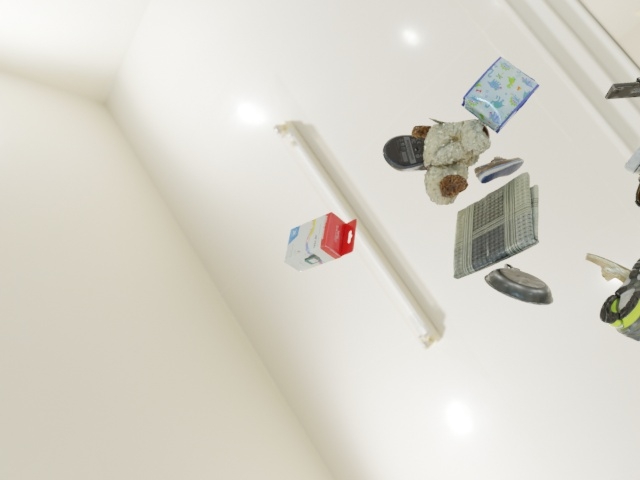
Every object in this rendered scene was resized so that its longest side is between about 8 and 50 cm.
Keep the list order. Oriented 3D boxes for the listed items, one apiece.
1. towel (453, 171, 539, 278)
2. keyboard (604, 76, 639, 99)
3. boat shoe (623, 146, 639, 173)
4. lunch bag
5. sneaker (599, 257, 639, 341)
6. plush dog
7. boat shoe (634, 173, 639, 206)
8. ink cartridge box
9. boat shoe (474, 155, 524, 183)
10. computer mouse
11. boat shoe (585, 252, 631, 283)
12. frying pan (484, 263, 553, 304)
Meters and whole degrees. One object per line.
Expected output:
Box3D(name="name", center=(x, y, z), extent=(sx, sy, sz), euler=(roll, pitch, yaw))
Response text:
Box3D(name="towel", center=(0.573, -0.044, 1.614), extent=(0.056, 0.312, 0.324), euler=(34, -132, -20))
Box3D(name="keyboard", center=(1.022, -0.492, 1.565), extent=(0.108, 0.180, 0.023), euler=(57, -148, -73))
Box3D(name="boat shoe", center=(0.947, -0.231, 1.352), extent=(0.302, 0.109, 0.094), euler=(-19, -125, -33))
Box3D(name="lunch bag", center=(0.457, -0.374, 1.251), extent=(0.129, 0.151, 0.096), euler=(41, -172, 9))
Box3D(name="sneaker", center=(0.881, 0.138, 1.304), extent=(0.121, 0.300, 0.111), euler=(43, -179, -16))
Box3D(name="plush dog", center=(0.357, -0.212, 1.402), extent=(0.262, 0.210, 0.226), euler=(22, -106, -82))
Box3D(name="boat shoe", center=(0.801, -0.153, 1.160), extent=(0.233, 0.079, 0.084), euler=(53, -153, -53))
Box3D(name="ink cartridge box", center=(0.000, 0.000, 1.547), extent=(0.078, 0.231, 0.134), euler=(36, -132, -34))
Box3D(name="boat shoe", center=(0.613, -0.257, 1.687), extent=(0.183, 0.066, 0.066), euler=(-19, -120, -16))
Box3D(name="computer mouse", center=(0.326, -0.271, 1.571), extent=(0.272, 0.072, 0.189), euler=(-4, -107, -8))
Box3D(name="boat shoe", center=(0.834, 0.093, 1.400), extent=(0.170, 0.059, 0.063), euler=(32, -164, 30))
Box3D(name="frying pan", center=(0.614, 0.120, 1.473), extent=(0.197, 0.053, 0.326), euler=(24, -158, 30))
